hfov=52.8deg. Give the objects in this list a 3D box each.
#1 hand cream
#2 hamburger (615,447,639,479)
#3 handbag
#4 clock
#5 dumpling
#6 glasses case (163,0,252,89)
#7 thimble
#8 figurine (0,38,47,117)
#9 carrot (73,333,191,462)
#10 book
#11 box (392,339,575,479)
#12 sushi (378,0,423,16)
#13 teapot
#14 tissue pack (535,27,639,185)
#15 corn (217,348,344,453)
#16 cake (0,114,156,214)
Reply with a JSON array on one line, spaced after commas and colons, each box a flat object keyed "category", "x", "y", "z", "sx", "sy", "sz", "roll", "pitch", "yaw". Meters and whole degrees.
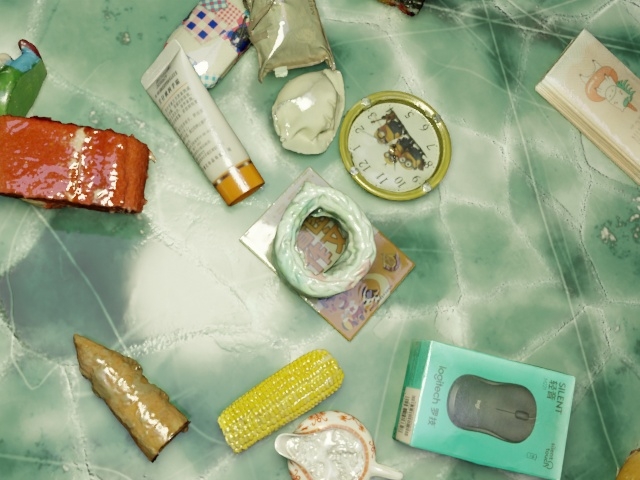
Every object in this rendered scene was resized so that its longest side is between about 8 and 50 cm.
[{"category": "hand cream", "x": -0.231, "y": -0.212, "z": 1.226, "sx": 0.314, "sy": 0.139, "sz": 0.089, "roll": 57, "pitch": 40, "yaw": -4}, {"category": "hamburger", "x": 0.640, "y": 0.554, "z": 1.237, "sx": 0.155, "sy": 0.245, "sz": 0.282, "roll": 22, "pitch": 32, "yaw": -31}, {"category": "handbag", "x": -0.080, "y": -0.439, "z": 1.218, "sx": 0.182, "sy": 0.117, "sz": 0.270, "roll": -16, "pitch": 93, "yaw": -15}, {"category": "clock", "x": 0.149, "y": -0.189, "z": 1.314, "sx": 0.237, "sy": 0.057, "sz": 0.237, "roll": 2, "pitch": 79, "yaw": -9}, {"category": "dumpling", "x": -0.014, "y": -0.251, "z": 1.276, "sx": 0.181, "sy": 0.111, "sz": 0.155, "roll": -26, "pitch": 117, "yaw": -8}, {"category": "glasses case", "x": -0.180, "y": -0.440, "z": 1.281, "sx": 0.125, "sy": 0.076, "sz": 0.327, "roll": 38, "pitch": 76, "yaw": -6}, {"category": "thimble", "x": 0.000, "y": 0.000, "z": 1.189, "sx": 0.185, "sy": 0.149, "sz": 0.211, "roll": -13, "pitch": 85, "yaw": -9}, {"category": "figurine", "x": -0.636, "y": -0.303, "z": 1.160, "sx": 0.234, "sy": 0.127, "sz": 0.185, "roll": 14, "pitch": 66, "yaw": 6}, {"category": "carrot", "x": -0.345, "y": 0.263, "z": 1.132, "sx": 0.102, "sy": 0.102, "sz": 0.263, "roll": -43, "pitch": 89, "yaw": -14}, {"category": "book", "x": 0.017, "y": 0.024, "z": 1.275, "sx": 0.295, "sy": 0.020, "sz": 0.208, "roll": 42, "pitch": 77, "yaw": -2}, {"category": "box", "x": 0.313, "y": 0.321, "z": 1.233, "sx": 0.311, "sy": 0.118, "sz": 0.205, "roll": 16, "pitch": 80, "yaw": -7}, {"category": "sushi", "x": 0.160, "y": -0.585, "z": 1.301, "sx": 0.227, "sy": 0.212, "sz": 0.215, "roll": 13, "pitch": 66, "yaw": 3}, {"category": "teapot", "x": 0.032, "y": 0.395, "z": 1.174, "sx": 0.245, "sy": 0.116, "sz": 0.159, "roll": 11, "pitch": 67, "yaw": -6}, {"category": "tissue pack", "x": 0.641, "y": -0.292, "z": 1.414, "sx": 0.325, "sy": 0.071, "sz": 0.170, "roll": 42, "pitch": 75, "yaw": -2}, {"category": "corn", "x": -0.071, "y": 0.288, "z": 1.178, "sx": 0.244, "sy": 0.093, "sz": 0.093, "roll": -31, "pitch": 88, "yaw": -14}, {"category": "cake", "x": -0.436, "y": -0.121, "z": 1.130, "sx": 0.283, "sy": 0.177, "sz": 0.151, "roll": 5, "pitch": 80, "yaw": -11}]
